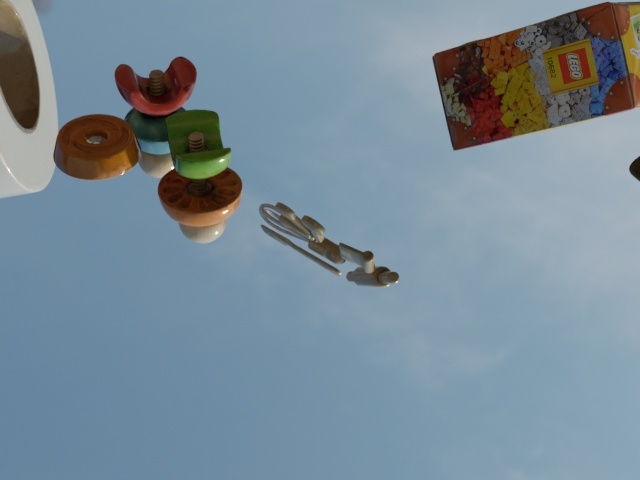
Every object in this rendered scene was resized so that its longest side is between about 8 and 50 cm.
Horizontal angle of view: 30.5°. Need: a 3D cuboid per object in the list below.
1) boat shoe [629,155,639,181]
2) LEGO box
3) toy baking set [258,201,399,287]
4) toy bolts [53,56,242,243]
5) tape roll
[{"bbox_3d":[0.520,-0.080,1.775,0.049,0.056,0.152,36,-159,-29],"label":"boat shoe"},{"bbox_3d":[0.511,-0.326,2.278,0.372,0.193,0.500,-11,-177,37],"label":"LEGO box"},{"bbox_3d":[0.006,0.004,1.653,0.197,0.256,0.030,37,-102,-11],"label":"toy baking set"},{"bbox_3d":[-0.215,-0.099,1.448,0.218,0.158,0.228,-6,-138,-11],"label":"toy bolts"},{"bbox_3d":[-0.488,-0.256,1.753,0.072,0.392,0.392,-9,-143,4],"label":"tape roll"}]
